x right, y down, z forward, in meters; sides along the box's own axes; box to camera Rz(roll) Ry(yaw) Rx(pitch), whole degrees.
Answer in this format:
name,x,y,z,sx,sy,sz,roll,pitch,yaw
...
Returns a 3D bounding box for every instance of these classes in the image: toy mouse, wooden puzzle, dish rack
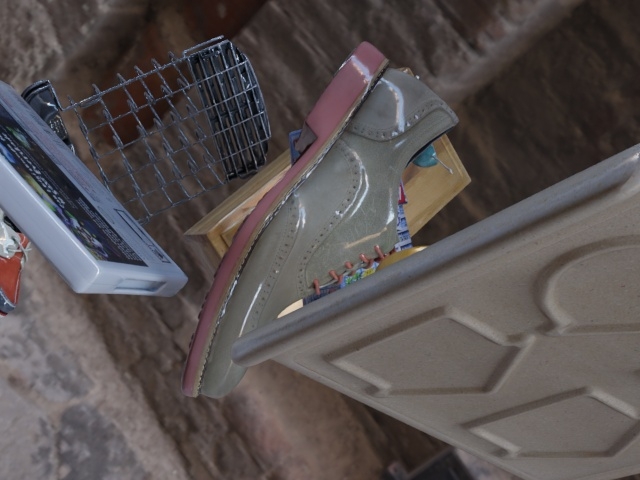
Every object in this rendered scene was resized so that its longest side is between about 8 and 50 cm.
name,x,y,z,sx,sy,sz,roll,pitch,yaw
toy mouse,0.122,-0.137,1.315,0.161,0.031,0.143,93,-26,-69
wooden puzzle,0.172,0.056,0.640,0.348,0.322,0.080,25,55,-32
dish rack,-0.198,-0.129,1.262,0.074,0.272,0.208,49,-20,48

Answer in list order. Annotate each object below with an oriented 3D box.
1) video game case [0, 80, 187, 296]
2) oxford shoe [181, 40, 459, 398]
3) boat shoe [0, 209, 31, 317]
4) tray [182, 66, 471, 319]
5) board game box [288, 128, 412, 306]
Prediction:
name,x,y,z,sx,sy,sz,roll,pitch,yaw
video game case,-0.170,-0.040,0.626,0.190,0.022,0.173,47,3,8
oxford shoe,0.000,0.000,0.909,0.130,0.348,0.123,31,-3,-1
boat shoe,-0.261,0.000,0.864,0.049,0.043,0.137,64,9,-55
tray,0.024,-0.049,1.472,0.411,0.076,0.202,-42,112,-27
board game box,0.038,-0.039,1.190,0.194,0.060,0.194,-17,94,-51
